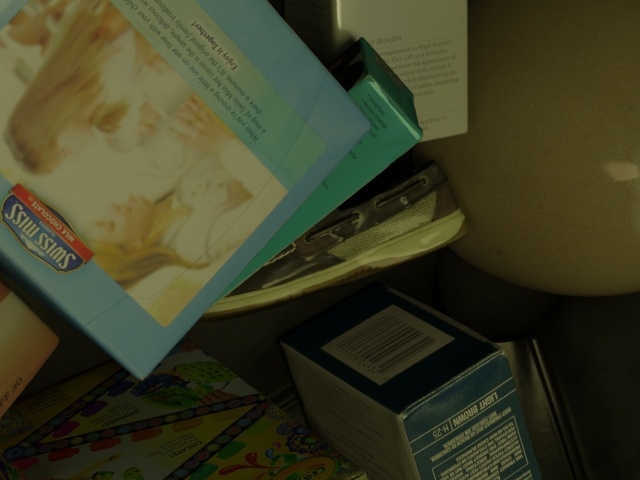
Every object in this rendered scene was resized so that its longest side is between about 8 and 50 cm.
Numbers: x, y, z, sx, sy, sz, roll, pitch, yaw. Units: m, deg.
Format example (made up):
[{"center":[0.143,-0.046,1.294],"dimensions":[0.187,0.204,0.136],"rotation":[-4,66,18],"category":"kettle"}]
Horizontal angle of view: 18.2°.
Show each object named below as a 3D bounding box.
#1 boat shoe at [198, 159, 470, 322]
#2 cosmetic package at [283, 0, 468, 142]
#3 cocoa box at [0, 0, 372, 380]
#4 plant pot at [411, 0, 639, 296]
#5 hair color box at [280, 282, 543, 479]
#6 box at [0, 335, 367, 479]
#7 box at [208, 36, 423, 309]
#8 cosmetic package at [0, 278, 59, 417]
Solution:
[{"center":[0.001,0.000,1.499],"dimensions":[0.223,0.080,0.073],"rotation":[-19,89,-15],"category":"boat shoe"},{"center":[0.039,-0.185,1.446],"dimensions":[0.117,0.085,0.231],"rotation":[-11,111,-27],"category":"cosmetic package"},{"center":[-0.185,-0.125,1.241],"dimensions":[0.231,0.228,0.347],"rotation":[-49,125,-7],"category":"cocoa box"},{"center":[0.239,-0.075,1.542],"dimensions":[0.284,0.191,0.284],"rotation":[-10,112,-28],"category":"plant pot"},{"center":[0.098,0.221,1.572],"dimensions":[0.105,0.174,0.347],"rotation":[-30,120,-21],"category":"hair color box"},{"center":[-0.085,0.265,1.413],"dimensions":[0.177,0.279,0.290],"rotation":[-23,118,-22],"category":"box"},{"center":[-0.044,-0.032,1.383],"dimensions":[0.244,0.100,0.060],"rotation":[-39,107,12],"category":"box"},{"center":[-0.299,0.027,1.216],"dimensions":[0.153,0.129,0.296],"rotation":[-51,150,-9],"category":"cosmetic package"}]
